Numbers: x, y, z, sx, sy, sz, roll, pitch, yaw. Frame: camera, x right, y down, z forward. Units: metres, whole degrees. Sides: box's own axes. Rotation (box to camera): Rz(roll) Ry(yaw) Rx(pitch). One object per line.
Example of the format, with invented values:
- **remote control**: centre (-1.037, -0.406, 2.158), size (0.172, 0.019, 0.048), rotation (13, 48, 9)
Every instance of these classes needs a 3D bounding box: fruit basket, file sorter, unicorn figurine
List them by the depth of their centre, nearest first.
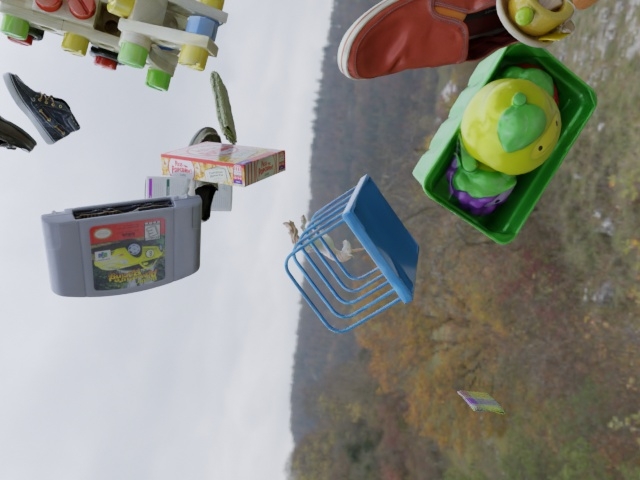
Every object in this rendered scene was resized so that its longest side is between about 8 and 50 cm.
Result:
- **file sorter**: centre (0.040, 0.015, 0.789), size (0.118, 0.104, 0.170), rotation (53, -161, -9)
- **fruit basket**: centre (0.369, -0.199, 1.284), size (0.392, 0.283, 0.392), rotation (-48, 23, 28)
- **unicorn figurine**: centre (0.000, 0.000, 1.391), size (0.111, 0.162, 0.060), rotation (63, 144, 30)

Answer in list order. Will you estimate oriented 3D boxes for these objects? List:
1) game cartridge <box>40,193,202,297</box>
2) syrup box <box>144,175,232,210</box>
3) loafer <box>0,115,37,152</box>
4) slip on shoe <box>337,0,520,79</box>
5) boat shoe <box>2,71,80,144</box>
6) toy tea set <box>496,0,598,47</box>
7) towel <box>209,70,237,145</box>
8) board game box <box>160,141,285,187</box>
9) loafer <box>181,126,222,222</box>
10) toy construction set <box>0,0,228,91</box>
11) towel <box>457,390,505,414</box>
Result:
- **game cartridge**: centre (-0.375, 0.016, 1.293), size (0.060, 0.294, 0.196), rotation (-122, 32, -42)
- **syrup box**: centre (-0.366, -0.129, 1.859), size (0.093, 0.236, 0.096), rotation (-178, 90, -80)
- **loafer**: centre (-0.851, -0.287, 1.740), size (0.084, 0.096, 0.267), rotation (-66, -19, -13)
- **slip on shoe**: centre (0.185, -0.318, 1.023), size (0.123, 0.331, 0.101), rotation (84, 165, -45)
- **boat shoe**: centre (-0.601, -0.298, 1.446), size (0.065, 0.083, 0.183), rotation (60, 176, 47)
- **toy tea set**: centre (0.311, -0.376, 0.794), size (0.336, 0.200, 0.124), rotation (-34, -5, -31)
- **towel**: centre (-0.215, -0.289, 1.472), size (0.110, 0.027, 0.148), rotation (71, -173, -80)
- **board game box**: centre (-0.187, -0.150, 1.293), size (0.147, 0.193, 0.045), rotation (-33, -53, -57)
- **loafer**: centre (-0.283, -0.155, 1.659), size (0.094, 0.087, 0.251), rotation (2, -80, -48)
- **toy construction set**: centre (-0.271, -0.274, 0.743), size (0.151, 0.327, 0.215), rotation (-62, 16, -4)
- **towel**: centre (0.282, 0.283, 1.172), size (0.083, 0.060, 0.009), rotation (-138, 57, -75)
